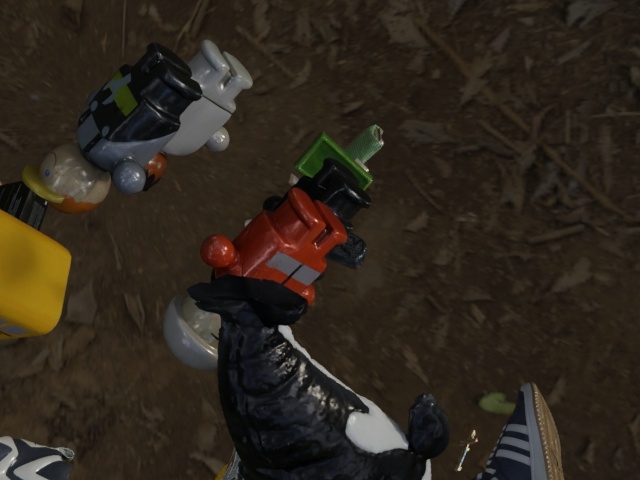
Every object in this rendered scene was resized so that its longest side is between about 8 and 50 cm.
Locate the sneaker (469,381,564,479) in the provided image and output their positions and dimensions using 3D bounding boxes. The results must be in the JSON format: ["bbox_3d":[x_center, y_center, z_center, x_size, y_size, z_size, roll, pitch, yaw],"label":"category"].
[{"bbox_3d":[0.281,0.338,1.711,0.153,0.282,0.099,-23,123,19],"label":"sneaker"}]

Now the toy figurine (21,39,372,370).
[{"bbox_3d":[-0.084,-0.029,0.818,0.209,0.213,0.148,44,106,-3],"label":"toy figurine"}]

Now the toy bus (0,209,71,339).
[{"bbox_3d":[-0.402,-0.004,1.091,0.130,0.332,0.108,-6,64,29],"label":"toy bus"}]

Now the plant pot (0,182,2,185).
[{"bbox_3d":[-0.674,-0.085,1.838,0.290,0.291,0.203,-21,135,-8],"label":"plant pot"}]

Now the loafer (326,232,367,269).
[{"bbox_3d":[0.000,0.000,1.887,0.170,0.061,0.062,32,66,20],"label":"loafer"}]

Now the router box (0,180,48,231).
[{"bbox_3d":[-0.473,0.001,1.643,0.046,0.133,0.179,49,43,-44],"label":"router box"}]

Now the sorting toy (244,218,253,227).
[{"bbox_3d":[-0.026,-0.008,1.128,0.083,0.062,0.012,-7,65,21],"label":"sorting toy"}]

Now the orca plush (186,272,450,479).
[{"bbox_3d":[0.009,0.145,0.728,0.151,0.102,0.287,-7,134,6],"label":"orca plush"}]

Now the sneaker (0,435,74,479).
[{"bbox_3d":[-0.355,0.362,1.417,0.153,0.094,0.235,3,62,-18],"label":"sneaker"}]

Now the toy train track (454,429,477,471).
[{"bbox_3d":[0.259,0.375,2.018,0.014,0.048,0.083,39,58,-16],"label":"toy train track"}]

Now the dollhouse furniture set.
[{"bbox_3d":[0.011,-0.073,1.000,0.058,0.152,0.076,40,105,-10],"label":"dollhouse furniture set"}]

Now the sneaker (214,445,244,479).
[{"bbox_3d":[-0.083,0.305,1.500,0.088,0.093,0.225,16,116,-10],"label":"sneaker"}]
